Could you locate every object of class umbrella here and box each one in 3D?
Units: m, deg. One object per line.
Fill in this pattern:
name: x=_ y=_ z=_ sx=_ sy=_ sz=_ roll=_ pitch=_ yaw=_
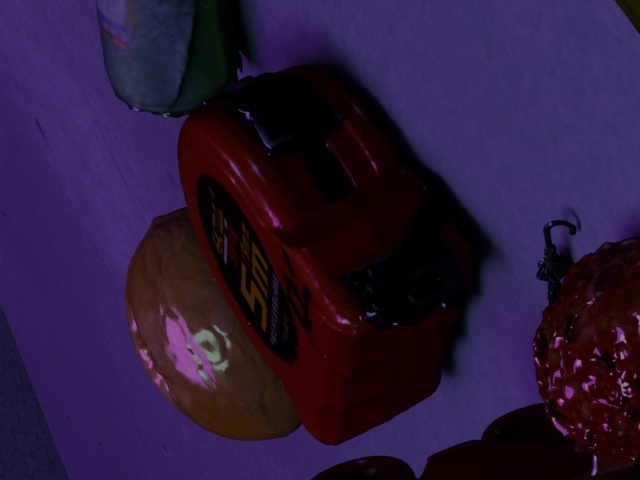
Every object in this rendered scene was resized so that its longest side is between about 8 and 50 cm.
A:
umbrella: x=0.139 y=0.033 z=1.168 sx=0.149 sy=0.022 sz=0.022 roll=85 pitch=-172 yaw=-51

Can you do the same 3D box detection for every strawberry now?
strawberry: x=0.166 y=0.063 z=1.012 sx=0.192 sy=0.085 sz=0.140 roll=8 pitch=112 yaw=68

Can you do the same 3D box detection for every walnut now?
walnut: x=-0.073 y=0.065 z=1.581 sx=0.206 sy=0.159 sz=0.159 roll=57 pitch=162 yaw=-2

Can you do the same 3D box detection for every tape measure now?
tape measure: x=0.000 y=0.000 z=1.350 sx=0.260 sy=0.114 sz=0.253 roll=58 pitch=162 yaw=23

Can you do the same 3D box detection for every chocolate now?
chocolate: x=-0.119 y=-0.224 z=1.372 sx=0.110 sy=0.110 sz=0.291 roll=47 pitch=155 yaw=38

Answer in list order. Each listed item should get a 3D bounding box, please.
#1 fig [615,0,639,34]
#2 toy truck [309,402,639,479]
fig: x=0.203 y=-0.108 z=0.314 sx=0.343 sy=0.343 sz=0.343 roll=52 pitch=159 yaw=28
toy truck: x=0.125 y=0.216 z=1.109 sx=0.239 sy=0.265 sz=0.189 roll=-142 pitch=34 yaw=-72
